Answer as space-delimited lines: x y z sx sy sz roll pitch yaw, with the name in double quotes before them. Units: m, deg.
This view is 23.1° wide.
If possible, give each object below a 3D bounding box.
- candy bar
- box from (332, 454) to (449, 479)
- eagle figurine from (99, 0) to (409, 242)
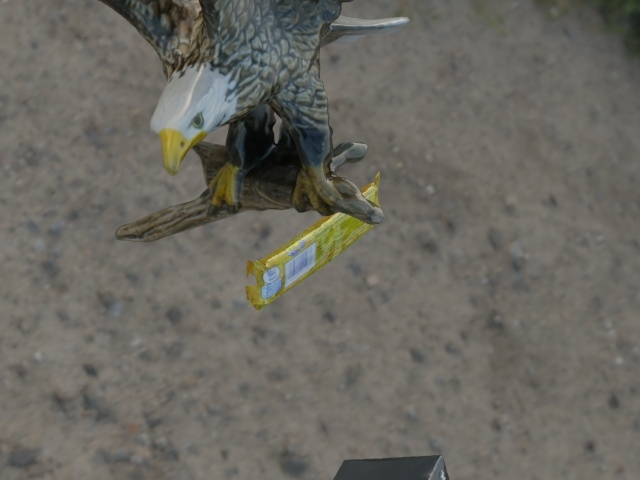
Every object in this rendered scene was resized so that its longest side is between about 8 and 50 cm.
"candy bar" 0.000 0.000 1.077 0.161 0.018 0.040 -35 135 -45
"box" 0.043 0.323 1.266 0.261 0.103 0.184 -53 133 -53
"eagle figurine" -0.066 -0.129 0.859 0.298 0.226 0.225 63 -4 -33
